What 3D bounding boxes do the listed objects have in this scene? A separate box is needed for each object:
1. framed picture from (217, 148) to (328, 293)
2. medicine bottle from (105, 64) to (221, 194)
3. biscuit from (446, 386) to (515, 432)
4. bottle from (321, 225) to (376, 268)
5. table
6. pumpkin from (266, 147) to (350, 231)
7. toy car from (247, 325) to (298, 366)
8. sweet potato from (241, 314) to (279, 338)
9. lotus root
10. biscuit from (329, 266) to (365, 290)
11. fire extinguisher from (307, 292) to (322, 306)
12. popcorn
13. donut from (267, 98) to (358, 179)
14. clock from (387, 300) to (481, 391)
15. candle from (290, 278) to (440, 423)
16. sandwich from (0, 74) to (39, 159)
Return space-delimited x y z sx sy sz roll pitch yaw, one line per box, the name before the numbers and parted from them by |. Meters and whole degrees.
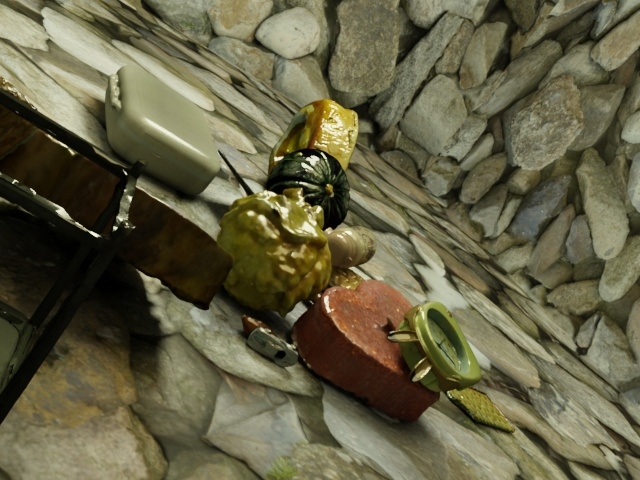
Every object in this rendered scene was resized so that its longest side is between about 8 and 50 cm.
framed picture | -0.103 -0.036 1.752 0.338 0.014 0.255 50 -5 38
medicine bottle | -0.364 -0.255 1.785 0.282 0.123 0.375 29 17 -29
biscuit | 0.349 0.369 1.767 0.203 0.016 0.144 25 19 -40
bottle | 0.056 0.011 1.834 0.110 0.097 0.209 49 15 12
table | -0.394 -0.031 0.782 0.335 0.272 0.222 32 16 -19
pumpkin | -0.027 -0.113 1.884 0.220 0.220 0.162 27 -21 -34
toy car | -0.078 0.180 1.313 0.093 0.041 0.025 34 19 -8
sweet potato | -0.102 0.157 1.340 0.095 0.034 0.034 38 13 -27
lotus root | -0.306 -0.031 1.116 0.390 0.111 0.375 28 -12 7
biscuit | 0.079 0.118 1.841 0.204 0.040 0.309 25 19 -46
fire extinguisher | 0.020 0.152 1.619 0.132 0.039 0.056 45 24 25
popcorn | -0.077 0.007 1.449 0.233 0.192 0.266 29 54 3
donut | -0.034 -0.228 2.115 0.160 0.330 0.330 25 18 -18
clock | 0.200 0.196 1.413 0.232 0.069 0.170 8 53 -60
candle | 0.112 0.200 1.471 0.287 0.131 0.317 54 27 20
sandwich | -0.510 -0.165 0.980 0.273 0.249 0.095 48 -5 32
